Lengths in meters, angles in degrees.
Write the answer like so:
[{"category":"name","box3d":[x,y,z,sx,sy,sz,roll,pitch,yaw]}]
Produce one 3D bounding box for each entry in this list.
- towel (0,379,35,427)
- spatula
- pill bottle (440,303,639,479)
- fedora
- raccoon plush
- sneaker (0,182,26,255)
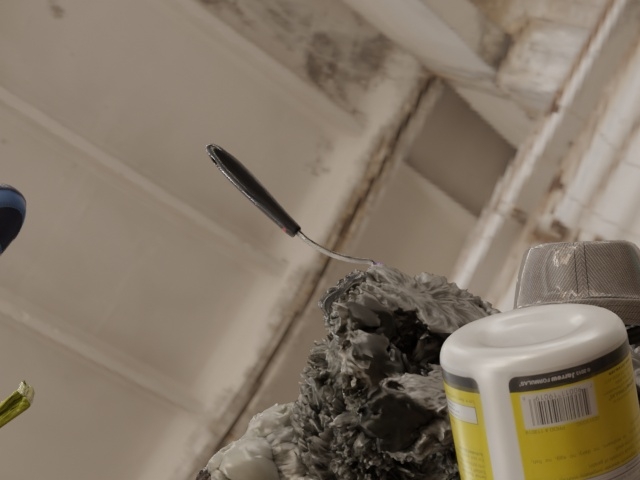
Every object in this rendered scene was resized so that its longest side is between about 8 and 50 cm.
[{"category":"towel","box3d":[-0.326,0.175,1.417,0.102,0.237,0.021,-35,-87,-10]},{"category":"spatula","box3d":[0.000,0.000,1.444,0.296,0.084,0.030,38,-101,1]},{"category":"pill bottle","box3d":[0.130,0.135,0.803,0.103,0.103,0.184,-17,-78,-30]},{"category":"fedora","box3d":[0.310,0.071,1.705,0.275,0.243,0.124,44,-138,-64]},{"category":"raccoon plush","box3d":[0.114,0.223,1.294,0.446,0.216,0.299,18,-59,-11]},{"category":"sneaker","box3d":[-0.238,0.025,0.922,0.144,0.059,0.053,-44,-41,-7]}]
